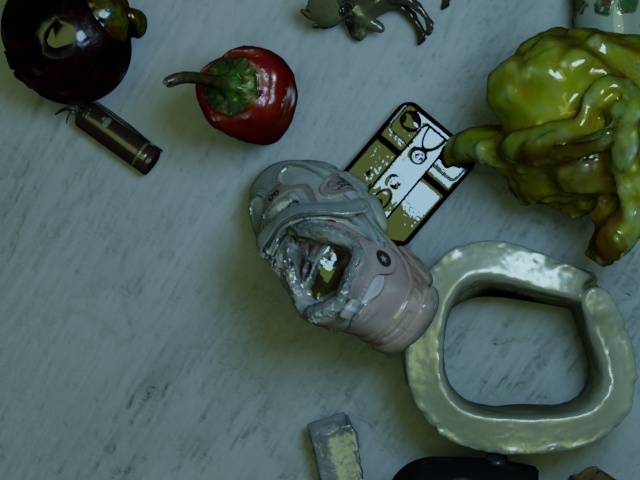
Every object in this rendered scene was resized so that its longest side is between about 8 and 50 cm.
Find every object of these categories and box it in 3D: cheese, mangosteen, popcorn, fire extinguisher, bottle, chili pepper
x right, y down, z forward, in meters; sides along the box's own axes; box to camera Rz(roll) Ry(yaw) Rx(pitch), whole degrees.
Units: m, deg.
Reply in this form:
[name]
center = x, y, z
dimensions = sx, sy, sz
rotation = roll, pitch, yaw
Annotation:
[cheese]
center = 0.282, 0.153, 1.883
dimensions = 0.332, 0.153, 0.292
rotation = 7, 89, 1
[mangosteen]
center = -0.352, -0.294, 1.881
dimensions = 0.210, 0.210, 0.210
rotation = 0, 89, 1
[popcorn]
center = 0.363, -0.153, 1.822
dimensions = 0.321, 0.326, 0.290
rotation = 36, 90, 38
[fire extinguisher]
center = -0.310, -0.159, 1.952
dimensions = 0.158, 0.043, 0.064
rotation = 36, 59, 1
[bottle]
center = 0.422, -0.387, 1.913
dimensions = 0.120, 0.120, 0.253
rotation = -2, 89, 0
[chili pepper]
center = -0.099, -0.203, 1.804
dimensions = 0.131, 0.338, 0.134
rotation = 37, 91, 4

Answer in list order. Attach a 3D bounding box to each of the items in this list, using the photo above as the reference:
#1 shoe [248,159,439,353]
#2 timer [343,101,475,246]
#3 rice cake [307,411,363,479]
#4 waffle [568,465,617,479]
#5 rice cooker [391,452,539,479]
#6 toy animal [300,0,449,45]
[shoe]
center = 0.001, -0.003, 1.813
dimensions = 0.351, 0.198, 0.172
rotation = 43, 103, 33
[timer]
center = 0.121, -0.095, 1.940
dimensions = 0.144, 0.055, 0.187
rotation = 40, 89, 1
[rice cake]
center = 0.046, 0.433, 1.926
dimensions = 0.073, 0.056, 0.365
rotation = -11, 89, 0
[waffle]
center = 0.428, 0.458, 1.765
dimensions = 0.114, 0.376, 0.261
rotation = -30, 90, -1
[rice cooker]
center = 0.200, 0.421, 1.832
dimensions = 0.224, 0.267, 0.267
rotation = -4, 88, 11
[toy animal]
center = 0.091, -0.363, 1.938
dimensions = 0.186, 0.094, 0.214
rotation = 37, 82, -3
